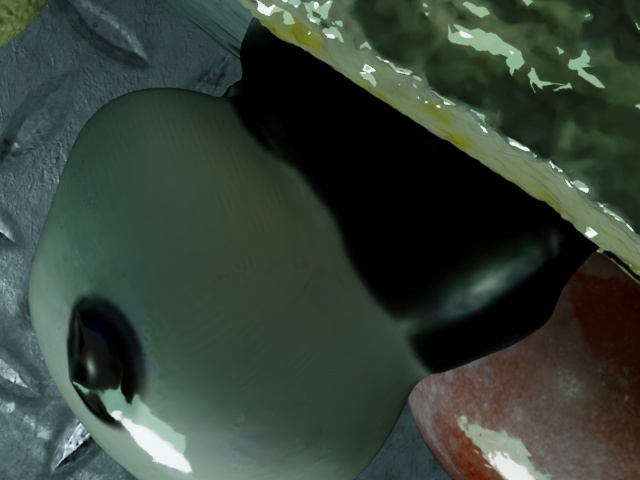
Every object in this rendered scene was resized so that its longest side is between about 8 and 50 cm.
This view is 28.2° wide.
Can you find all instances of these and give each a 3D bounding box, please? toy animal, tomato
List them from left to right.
[{"bbox_3d":[-0.005,-0.005,0.593,0.213,0.266,0.212,56,176,6],"label":"toy animal"},{"bbox_3d":[0.178,0.095,0.880,0.270,0.227,0.270,41,-177,-2],"label":"tomato"}]

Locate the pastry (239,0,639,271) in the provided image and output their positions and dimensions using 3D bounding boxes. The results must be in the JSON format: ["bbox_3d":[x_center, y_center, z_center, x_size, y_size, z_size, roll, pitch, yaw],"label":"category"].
[{"bbox_3d":[0.065,-0.063,0.422,0.258,0.089,0.121,39,-175,17],"label":"pastry"}]

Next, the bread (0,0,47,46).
[{"bbox_3d":[-0.431,-0.345,1.365,0.320,0.320,0.237,37,-168,-35],"label":"bread"}]

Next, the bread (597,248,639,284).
[{"bbox_3d":[0.162,-0.022,0.693,0.106,0.053,0.072,40,-155,-3],"label":"bread"}]
